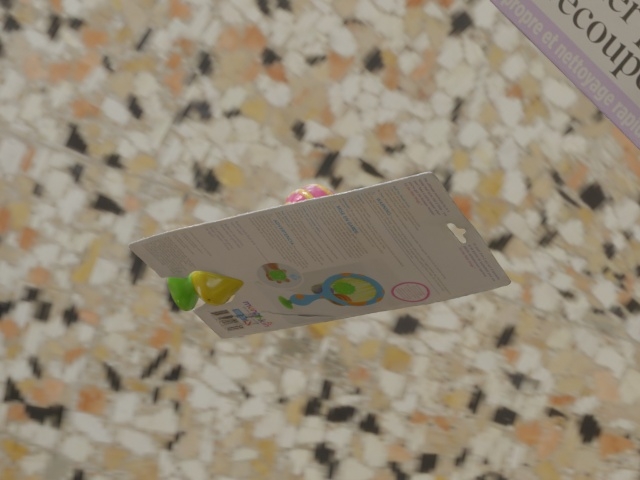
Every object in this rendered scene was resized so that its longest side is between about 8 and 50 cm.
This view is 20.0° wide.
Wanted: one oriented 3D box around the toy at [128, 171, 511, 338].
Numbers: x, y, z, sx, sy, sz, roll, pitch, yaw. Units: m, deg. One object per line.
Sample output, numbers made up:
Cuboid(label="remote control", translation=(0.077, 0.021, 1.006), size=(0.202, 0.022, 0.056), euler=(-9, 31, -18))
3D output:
Cuboid(label="toy", translation=(0.000, 0.000, 1.285), size=(0.237, 0.137, 0.056), euler=(-15, 50, 23))

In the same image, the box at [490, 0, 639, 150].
Cuboid(label="box", translation=(0.173, -0.020, 0.600), size=(0.324, 0.067, 0.063), euler=(46, 124, 11))
